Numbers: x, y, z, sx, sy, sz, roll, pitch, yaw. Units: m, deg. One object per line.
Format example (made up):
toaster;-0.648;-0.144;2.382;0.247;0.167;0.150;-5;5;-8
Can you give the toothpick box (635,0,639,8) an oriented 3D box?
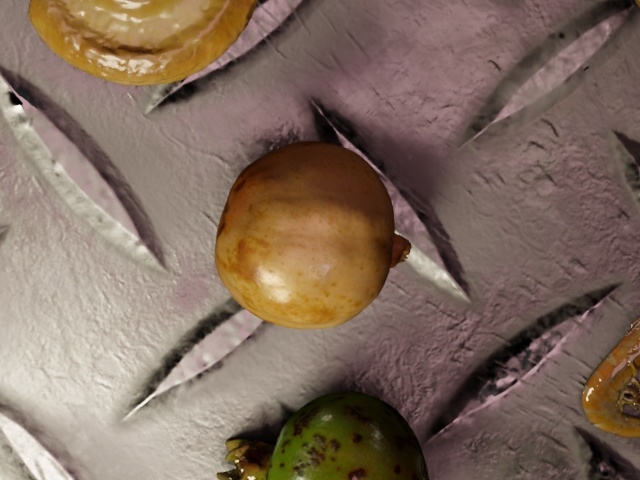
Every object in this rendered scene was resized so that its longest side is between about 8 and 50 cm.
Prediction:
toothpick box;0.445;-0.309;1.457;0.187;0.308;0.190;-32;103;-1

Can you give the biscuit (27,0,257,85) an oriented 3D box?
biscuit;-0.167;-0.289;1.502;0.213;0.091;0.274;29;92;-8

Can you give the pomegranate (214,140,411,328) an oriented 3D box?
pomegranate;-0.015;-0.003;1.507;0.207;0.207;0.207;-1;99;-6

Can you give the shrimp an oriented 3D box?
shrimp;0.391;0.158;1.660;0.124;0.034;0.178;34;95;-13

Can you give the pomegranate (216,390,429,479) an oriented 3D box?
pomegranate;0.002;0.268;1.556;0.263;0.211;0.211;9;98;12
